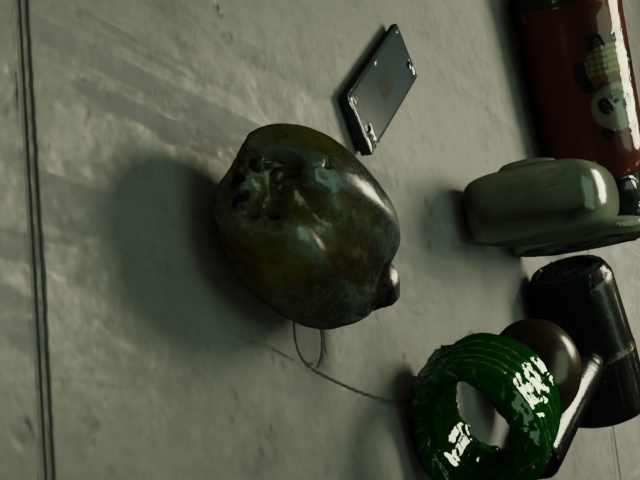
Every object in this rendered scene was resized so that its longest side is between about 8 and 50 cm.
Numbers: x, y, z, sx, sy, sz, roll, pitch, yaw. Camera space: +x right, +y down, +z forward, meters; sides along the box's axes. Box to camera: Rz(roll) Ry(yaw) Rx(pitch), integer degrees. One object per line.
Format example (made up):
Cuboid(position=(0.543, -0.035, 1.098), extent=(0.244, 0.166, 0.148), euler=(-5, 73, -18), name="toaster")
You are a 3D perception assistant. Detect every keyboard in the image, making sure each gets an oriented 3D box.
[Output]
Cuboid(position=(0.052, -0.132, 1.035), extent=(0.176, 0.014, 0.055), euler=(-60, 134, -57), name="keyboard")

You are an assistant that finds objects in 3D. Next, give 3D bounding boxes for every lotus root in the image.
Cuboid(position=(0.000, 0.000, 0.769), extent=(0.192, 0.088, 0.113), euler=(41, 60, -57), name="lotus root")

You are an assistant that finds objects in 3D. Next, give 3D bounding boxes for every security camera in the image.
Cuboid(position=(0.257, -0.031, 1.296), extent=(0.301, 0.157, 0.080), euler=(14, 66, -63), name="security camera")

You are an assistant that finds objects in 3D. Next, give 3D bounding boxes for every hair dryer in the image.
Cuboid(position=(0.261, 0.158, 1.313), extent=(0.352, 0.107, 0.189), euler=(-41, 115, -58), name="hair dryer")

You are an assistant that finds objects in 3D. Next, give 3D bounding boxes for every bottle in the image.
Cuboid(position=(0.350, -0.175, 1.592), extent=(0.144, 0.144, 0.336), euler=(-41, 119, -64), name="bottle")

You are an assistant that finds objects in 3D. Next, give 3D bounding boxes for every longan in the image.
Cuboid(position=(0.207, 0.129, 1.190), extent=(0.113, 0.092, 0.113), euler=(-13, 107, -50), name="longan")

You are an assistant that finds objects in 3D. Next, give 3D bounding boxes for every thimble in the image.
Cuboid(position=(0.132, 0.143, 0.982), extent=(0.130, 0.118, 0.090), euler=(50, 30, -1), name="thimble")
